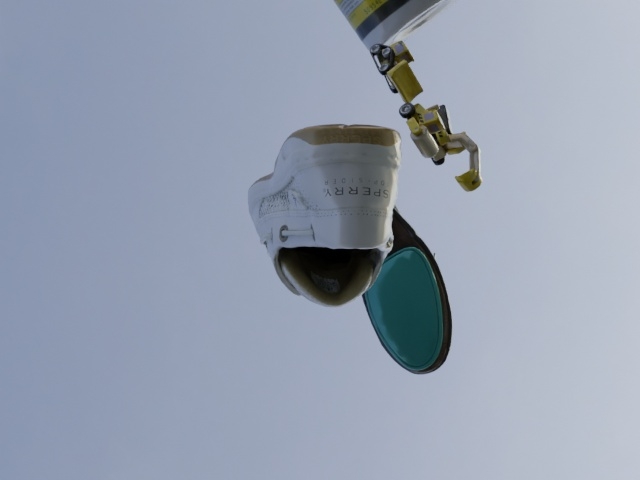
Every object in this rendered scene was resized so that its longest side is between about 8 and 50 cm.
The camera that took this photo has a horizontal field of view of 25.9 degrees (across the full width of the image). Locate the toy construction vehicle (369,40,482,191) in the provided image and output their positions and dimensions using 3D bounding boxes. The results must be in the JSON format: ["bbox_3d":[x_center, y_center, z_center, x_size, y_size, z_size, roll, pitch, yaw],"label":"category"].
[{"bbox_3d":[0.077,-0.088,0.966,0.035,0.098,0.086,-29,-47,9],"label":"toy construction vehicle"}]

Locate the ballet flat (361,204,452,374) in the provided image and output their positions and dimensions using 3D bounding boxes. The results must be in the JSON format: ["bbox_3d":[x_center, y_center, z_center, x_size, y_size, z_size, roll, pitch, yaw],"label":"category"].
[{"bbox_3d":[0.081,0.016,1.534,0.095,0.280,0.096,-30,-16,19],"label":"ballet flat"}]

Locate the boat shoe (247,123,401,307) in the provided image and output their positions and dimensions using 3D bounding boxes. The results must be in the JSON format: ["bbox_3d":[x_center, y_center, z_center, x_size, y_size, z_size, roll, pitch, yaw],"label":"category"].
[{"bbox_3d":[0.000,0.000,0.967,0.098,0.277,0.096,-1,-102,-4],"label":"boat shoe"}]

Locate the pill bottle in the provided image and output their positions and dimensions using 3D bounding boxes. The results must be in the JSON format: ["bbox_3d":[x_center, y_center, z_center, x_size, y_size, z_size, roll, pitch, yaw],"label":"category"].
[{"bbox_3d":[0.037,-0.292,1.311,0.119,0.119,0.208,-35,-91,-22],"label":"pill bottle"}]
